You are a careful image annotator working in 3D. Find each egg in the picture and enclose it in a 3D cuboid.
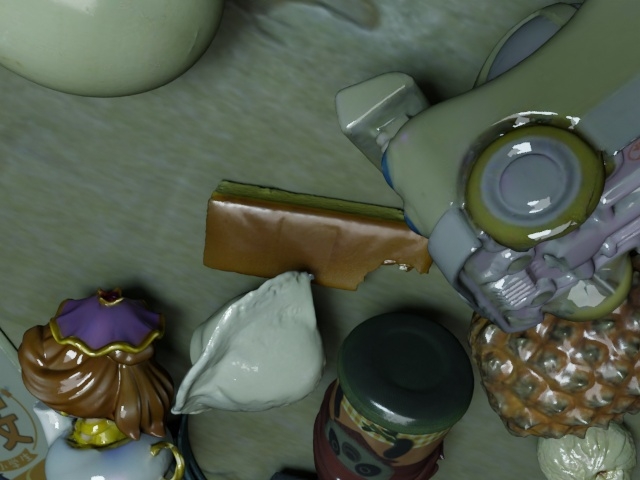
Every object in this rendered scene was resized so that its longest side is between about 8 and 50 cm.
[{"bbox_3d":[-0.195,-0.213,0.572,0.254,0.188,0.188,24,118,-5],"label":"egg"}]

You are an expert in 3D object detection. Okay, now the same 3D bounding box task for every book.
[{"bbox_3d":[-0.401,0.245,0.938,0.208,0.020,0.295,-22,114,17],"label":"book"}]

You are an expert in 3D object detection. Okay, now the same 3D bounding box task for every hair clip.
[{"bbox_3d":[-0.143,0.303,0.943,0.070,0.039,0.229,-19,120,15],"label":"hair clip"}]

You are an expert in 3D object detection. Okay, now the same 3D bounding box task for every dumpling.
[{"bbox_3d":[-0.080,0.123,0.764,0.216,0.166,0.126,-28,87,60],"label":"dumpling"}]

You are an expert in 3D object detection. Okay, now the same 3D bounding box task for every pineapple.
[{"bbox_3d":[0.317,0.061,0.693,0.361,0.175,0.175,-24,114,18],"label":"pineapple"}]

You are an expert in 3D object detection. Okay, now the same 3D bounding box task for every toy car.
[{"bbox_3d":[0.213,-0.103,0.585,0.336,0.226,0.242,-38,147,11],"label":"toy car"}]

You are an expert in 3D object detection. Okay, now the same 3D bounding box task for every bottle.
[{"bbox_3d":[0.066,0.207,0.793,0.143,0.156,0.271,3,136,-12],"label":"bottle"}]

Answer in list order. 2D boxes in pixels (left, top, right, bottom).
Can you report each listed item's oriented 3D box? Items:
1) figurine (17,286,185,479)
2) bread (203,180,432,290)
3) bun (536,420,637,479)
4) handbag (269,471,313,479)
[{"bbox_3d":[-0.228,0.171,0.799,0.189,0.142,0.263,3,108,18],"label":"figurine"},{"bbox_3d":[0.000,0.000,0.752,0.226,0.049,0.088,10,119,-2],"label":"bread"},{"bbox_3d":[0.301,0.251,0.852,0.115,0.069,0.115,3,120,5],"label":"bun"},{"bbox_3d":[-0.032,0.394,0.946,0.175,0.088,0.270,24,117,-29],"label":"handbag"}]
